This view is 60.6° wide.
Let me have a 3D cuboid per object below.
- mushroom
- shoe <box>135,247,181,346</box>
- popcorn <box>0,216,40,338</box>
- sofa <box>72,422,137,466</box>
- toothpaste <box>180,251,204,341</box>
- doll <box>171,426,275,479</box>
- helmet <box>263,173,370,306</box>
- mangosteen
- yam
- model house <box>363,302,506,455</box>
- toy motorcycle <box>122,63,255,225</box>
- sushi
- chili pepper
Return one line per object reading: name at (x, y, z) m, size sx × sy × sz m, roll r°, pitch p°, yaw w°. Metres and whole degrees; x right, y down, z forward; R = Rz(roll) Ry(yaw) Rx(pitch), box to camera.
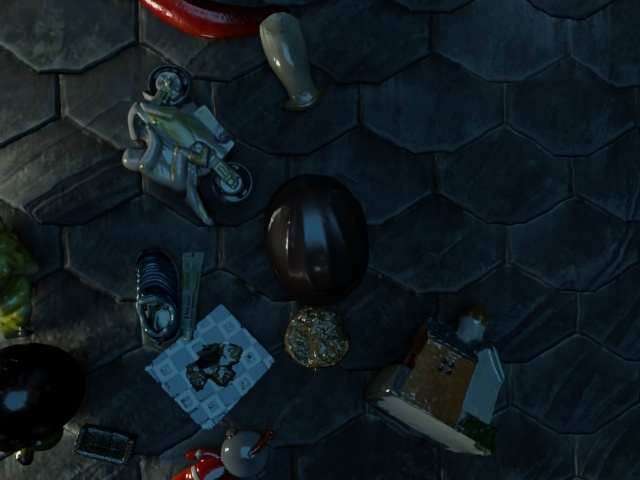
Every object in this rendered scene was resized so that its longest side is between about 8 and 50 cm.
mushroom at (-0.063, -0.387, 1.194) m, size 0.097 × 0.088 × 0.212 m, roll -32°, pitch 102°, yaw -37°
shoe at (-0.341, 0.117, 1.149) m, size 0.091 × 0.106 × 0.207 m, roll -9°, pitch 85°, yaw -8°
popcorn at (-0.689, 0.050, 1.042) m, size 0.293 × 0.293 × 0.237 m, roll -4°, pitch 71°, yaw -6°
sofa at (-0.455, 0.433, 1.163) m, size 0.118 × 0.039 × 0.060 m, roll 16°, pitch 87°, yaw -6°
toothpaste at (-0.279, 0.119, 1.175) m, size 0.048 × 0.029 × 0.197 m, roll 1°, pitch 72°, yaw -4°
doll at (-0.199, 0.480, 1.174) m, size 0.245 × 0.076 × 0.142 m, roll -36°, pitch 94°, yaw -2°
helmet at (0.000, 0.000, 1.154) m, size 0.225 × 0.177 × 0.305 m, roll -17°, pitch 90°, yaw -8°
mangosteen at (-0.575, 0.326, 1.079) m, size 0.211 × 0.211 × 0.250 m, roll 1°, pitch 100°, yaw -6°
yam at (-0.011, 0.203, 1.124) m, size 0.128 × 0.238 × 0.129 m, roll 22°, pitch 80°, yaw 1°
model house at (0.282, 0.278, 1.201) m, size 0.271 × 0.190 × 0.301 m, roll 30°, pitch 71°, yaw -1°
toy motorcycle at (-0.298, -0.191, 1.156) m, size 0.223 × 0.108 × 0.340 m, roll -36°, pitch 91°, yaw -6°
sushi at (-0.234, 0.270, 1.189) m, size 0.210 × 0.040 × 0.193 m, roll -43°, pitch 92°, yaw -10°
chili pepper at (-0.259, -0.505, 1.187) m, size 0.368 × 0.092 × 0.137 m, roll 18°, pitch 68°, yaw -12°
